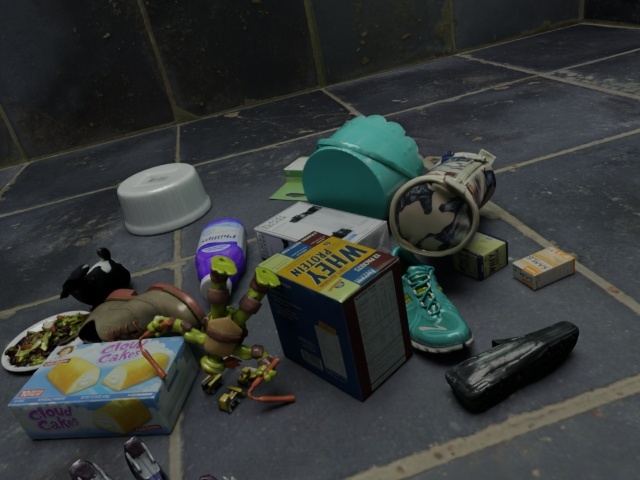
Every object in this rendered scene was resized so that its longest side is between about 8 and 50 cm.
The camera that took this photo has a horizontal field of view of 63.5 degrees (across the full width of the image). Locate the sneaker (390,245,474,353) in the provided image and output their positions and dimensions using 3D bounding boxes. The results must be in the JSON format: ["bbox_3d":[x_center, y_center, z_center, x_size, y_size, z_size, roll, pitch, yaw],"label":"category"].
[{"bbox_3d":[0.181,0.104,0.937,0.107,0.109,0.275,-16,29,-8],"label":"sneaker"}]

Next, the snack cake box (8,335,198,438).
[{"bbox_3d":[-0.368,0.255,0.903,0.265,0.089,0.152,-7,29,10],"label":"snack cake box"}]

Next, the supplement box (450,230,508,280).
[{"bbox_3d":[0.328,0.029,1.071,0.083,0.056,0.083,-26,30,-24],"label":"supplement box"}]

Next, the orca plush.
[{"bbox_3d":[-0.475,0.090,1.177,0.102,0.151,0.287,9,-15,-4],"label":"orca plush"}]

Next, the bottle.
[{"bbox_3d":[-0.238,0.043,1.236,0.118,0.092,0.282,-11,28,1],"label":"bottle"}]

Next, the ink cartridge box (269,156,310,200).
[{"bbox_3d":[-0.042,-0.203,1.654,0.171,0.056,0.235,5,31,28],"label":"ink cartridge box"}]

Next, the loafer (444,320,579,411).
[{"bbox_3d":[0.295,0.177,0.792,0.224,0.076,0.078,-24,38,-14],"label":"loafer"}]

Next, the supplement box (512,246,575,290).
[{"bbox_3d":[0.434,0.053,1.006,0.099,0.036,0.062,-21,28,-15],"label":"supplement box"}]

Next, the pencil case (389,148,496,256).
[{"bbox_3d":[0.271,-0.092,1.091,0.160,0.183,0.410,28,25,13],"label":"pencil case"}]

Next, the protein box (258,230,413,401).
[{"bbox_3d":[0.027,0.119,0.874,0.136,0.201,0.200,-33,34,-33],"label":"protein box"}]

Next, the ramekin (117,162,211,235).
[{"bbox_3d":[-0.497,-0.139,1.631,0.278,0.135,0.277,-10,28,5],"label":"ramekin"}]

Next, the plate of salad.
[{"bbox_3d":[-0.592,0.207,1.125,0.200,0.048,0.199,-9,28,5],"label":"plate of salad"}]

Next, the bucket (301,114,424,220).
[{"bbox_3d":[0.100,-0.164,1.312,0.282,0.280,0.183,9,37,34],"label":"bucket"}]

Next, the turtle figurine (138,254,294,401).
[{"bbox_3d":[-0.140,0.143,0.833,0.270,0.217,0.087,22,18,-1],"label":"turtle figurine"}]

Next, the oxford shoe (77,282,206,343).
[{"bbox_3d":[-0.349,0.169,1.004,0.349,0.122,0.130,-12,25,43],"label":"oxford shoe"}]

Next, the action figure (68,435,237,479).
[{"bbox_3d":[-0.195,0.358,0.640,0.285,0.099,0.185,19,36,40],"label":"action figure"}]

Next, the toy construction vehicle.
[{"bbox_3d":[-0.160,0.243,0.898,0.086,0.035,0.098,9,34,34],"label":"toy construction vehicle"}]

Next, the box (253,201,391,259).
[{"bbox_3d":[0.000,0.000,1.225,0.290,0.087,0.169,16,39,43],"label":"box"}]
